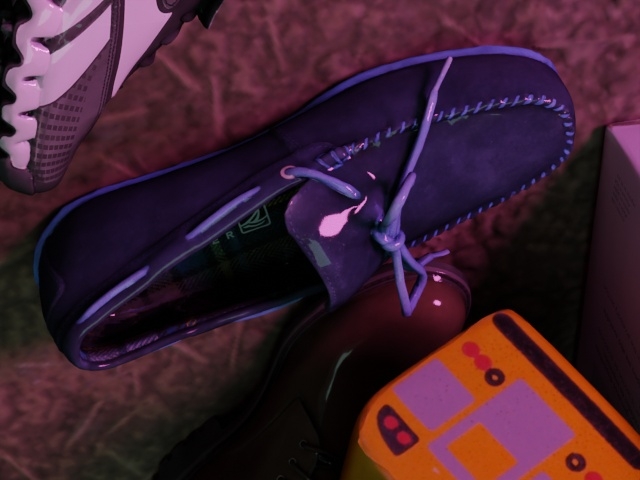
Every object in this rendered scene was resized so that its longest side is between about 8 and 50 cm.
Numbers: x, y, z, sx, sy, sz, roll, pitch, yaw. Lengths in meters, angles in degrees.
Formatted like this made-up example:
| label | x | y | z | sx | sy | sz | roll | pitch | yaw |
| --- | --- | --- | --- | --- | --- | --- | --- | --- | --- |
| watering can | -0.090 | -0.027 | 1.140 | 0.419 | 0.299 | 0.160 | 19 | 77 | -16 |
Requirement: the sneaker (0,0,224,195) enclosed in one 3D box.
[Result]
| label | x | y | z | sx | sy | sz | roll | pitch | yaw |
| --- | --- | --- | --- | --- | --- | --- | --- | --- | --- |
| sneaker | -0.068 | -0.109 | 0.607 | 0.106 | 0.078 | 0.234 | 10 | 124 | -18 |

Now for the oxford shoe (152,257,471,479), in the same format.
| label | x | y | z | sx | sy | sz | roll | pitch | yaw |
| --- | --- | --- | --- | --- | --- | --- | --- | --- | --- |
| oxford shoe | 0.003 | 0.104 | 0.788 | 0.082 | 0.096 | 0.227 | 26 | 117 | -28 |

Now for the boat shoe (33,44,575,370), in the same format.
| label | x | y | z | sx | sy | sz | roll | pitch | yaw |
| --- | --- | --- | --- | --- | --- | --- | --- | --- | --- |
| boat shoe | 0.000 | 0.000 | 0.705 | 0.258 | 0.089 | 0.109 | -25 | 130 | 8 |

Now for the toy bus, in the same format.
| label | x | y | z | sx | sy | sz | roll | pitch | yaw |
| --- | --- | --- | --- | --- | --- | --- | --- | --- | --- |
| toy bus | 0.071 | 0.170 | 0.775 | 0.130 | 0.108 | 0.333 | -33 | 155 | -26 |

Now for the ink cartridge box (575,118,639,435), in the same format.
| label | x | y | z | sx | sy | sz | roll | pitch | yaw |
| --- | --- | --- | --- | --- | --- | --- | --- | --- | --- |
| ink cartridge box | 0.226 | 0.133 | 0.724 | 0.130 | 0.309 | 0.272 | -7 | 131 | -8 |
